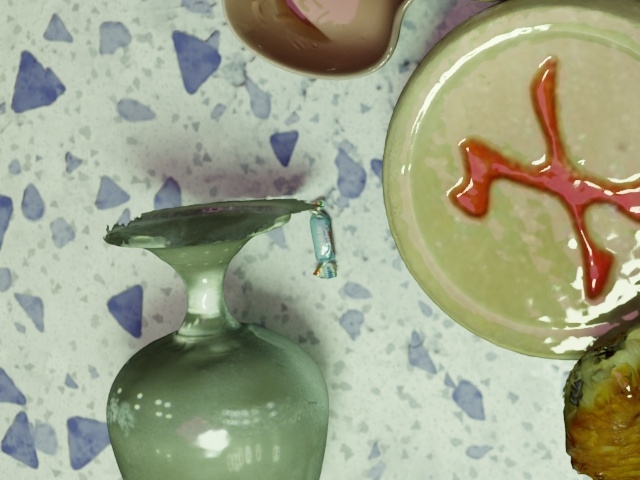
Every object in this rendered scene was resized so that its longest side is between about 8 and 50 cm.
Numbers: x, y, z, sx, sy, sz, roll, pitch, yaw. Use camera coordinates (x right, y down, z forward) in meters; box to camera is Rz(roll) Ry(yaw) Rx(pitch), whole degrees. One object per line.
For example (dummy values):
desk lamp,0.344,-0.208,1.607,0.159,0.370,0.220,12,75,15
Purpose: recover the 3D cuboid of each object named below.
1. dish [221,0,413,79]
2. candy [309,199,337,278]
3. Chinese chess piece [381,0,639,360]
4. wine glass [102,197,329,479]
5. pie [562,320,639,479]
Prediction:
dish,0.012,-0.262,1.174,0.213,0.090,0.213,4,103,18
candy,0.000,0.000,1.263,0.030,0.020,0.083,-10,95,19
Chinese chess piece,0.224,-0.059,1.104,0.338,0.140,0.338,4,101,20
wine glass,-0.103,0.131,1.220,0.238,0.238,0.322,1,102,20
pie,0.338,0.120,1.041,0.308,0.308,0.085,-47,47,21
